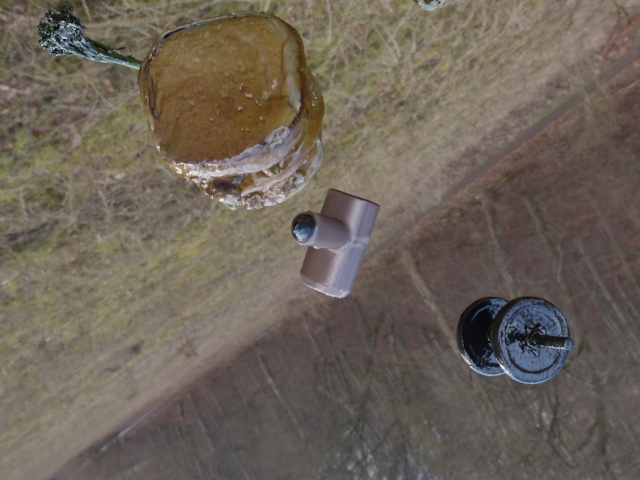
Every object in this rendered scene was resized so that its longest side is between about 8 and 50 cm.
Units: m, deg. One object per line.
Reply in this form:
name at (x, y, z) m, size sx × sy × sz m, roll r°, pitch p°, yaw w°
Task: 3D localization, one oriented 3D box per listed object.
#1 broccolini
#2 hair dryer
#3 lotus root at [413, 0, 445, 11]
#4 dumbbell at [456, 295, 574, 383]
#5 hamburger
broccolini at (-0.307, -0.306, 0.949) m, size 0.272 × 0.062 × 0.123 m, roll 10°, pitch 179°, yaw -9°
hair dryer at (0.000, 0.000, 1.013) m, size 0.189 × 0.107 × 0.344 m, roll -70°, pitch 164°, yaw 3°
lotus root at (0.127, -0.334, 0.752) m, size 0.049 × 0.099 × 0.054 m, roll -25°, pitch 179°, yaw -39°
dumbbell at (0.157, 0.080, 0.498) m, size 0.069 × 0.069 × 0.147 m, roll -33°, pitch -176°, yaw -15°
hamburger at (-0.113, -0.176, 0.803) m, size 0.245 × 0.261 × 0.211 m, roll -59°, pitch 161°, yaw -6°
